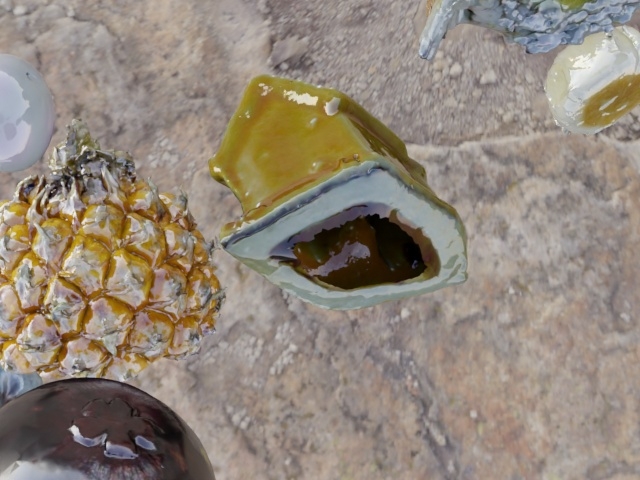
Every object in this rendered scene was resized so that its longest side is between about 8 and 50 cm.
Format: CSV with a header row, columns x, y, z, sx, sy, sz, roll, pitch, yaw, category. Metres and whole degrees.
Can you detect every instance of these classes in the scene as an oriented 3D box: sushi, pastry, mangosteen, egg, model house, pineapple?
x,y,z,sx,sy,sz,roll,pitch,yaw,category
0.202,-0.268,0.809,0.274,0.184,0.139,-15,65,4,sushi
0.378,-0.214,1.240,0.165,0.166,0.088,-33,58,19,pastry
-0.205,0.244,0.770,0.228,0.228,0.265,26,117,-1,mangosteen
-0.347,-0.139,1.019,0.103,0.103,0.135,8,122,6,egg
0.013,-0.057,0.984,0.173,0.239,0.268,-42,133,14,model house
-0.287,0.017,1.092,0.344,0.209,0.286,-5,114,-5,pineapple

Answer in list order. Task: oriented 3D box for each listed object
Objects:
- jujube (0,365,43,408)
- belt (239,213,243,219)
x,y,z,sx,sy,sz,roll,pitch,yaw,category
-0.597,0.284,1.574,0.246,0.215,0.308,4,157,-33,jujube
0.000,0.000,1.279,0.230,0.126,0.140,6,92,5,belt
